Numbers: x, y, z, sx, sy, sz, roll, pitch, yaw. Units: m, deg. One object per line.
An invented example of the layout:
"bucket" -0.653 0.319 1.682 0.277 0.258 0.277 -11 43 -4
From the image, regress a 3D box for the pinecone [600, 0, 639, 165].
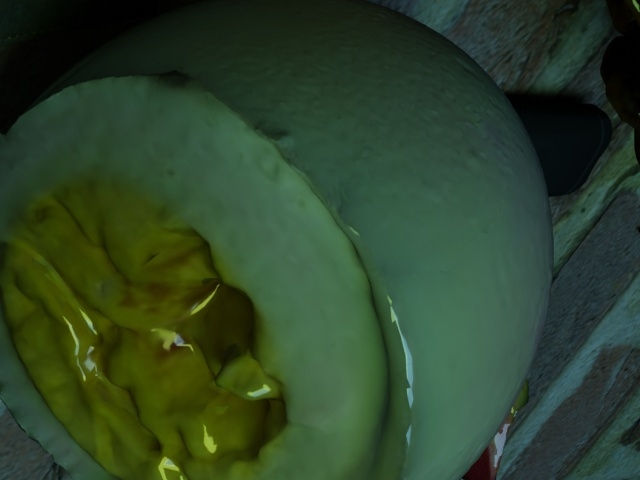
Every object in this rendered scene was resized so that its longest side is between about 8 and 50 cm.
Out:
"pinecone" 0.408 -0.156 1.421 0.398 0.398 0.397 -28 146 -21

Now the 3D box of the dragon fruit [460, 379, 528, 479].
"dragon fruit" 0.048 0.184 1.484 0.226 0.305 0.305 15 123 -21

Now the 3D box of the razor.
"razor" 0.186 -0.079 1.568 0.148 0.054 0.090 0 126 -48

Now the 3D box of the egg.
"egg" 0.000 0.000 1.205 0.340 0.354 0.354 -34 154 -49

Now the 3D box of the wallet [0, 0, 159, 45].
"wallet" -0.216 -0.172 1.022 0.317 0.044 0.169 -18 138 -36

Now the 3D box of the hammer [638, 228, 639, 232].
"hammer" 0.360 -0.067 1.804 0.078 0.021 0.201 -26 145 -25
